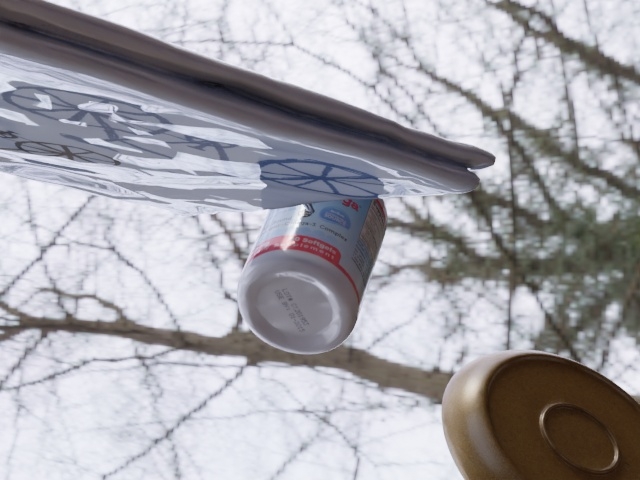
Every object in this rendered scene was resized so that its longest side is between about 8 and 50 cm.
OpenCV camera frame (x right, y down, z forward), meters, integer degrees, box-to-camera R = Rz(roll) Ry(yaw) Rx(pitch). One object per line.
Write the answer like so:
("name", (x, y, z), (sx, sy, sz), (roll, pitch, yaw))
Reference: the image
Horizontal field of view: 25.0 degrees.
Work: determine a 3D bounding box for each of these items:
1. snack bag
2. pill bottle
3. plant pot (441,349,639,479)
("snack bag", (-0.124, -0.066, 0.853), (0.323, 0.342, 0.037), (14, -100, -33))
("pill bottle", (0.000, 0.000, 1.038), (0.087, 0.087, 0.160), (50, -146, -22))
("plant pot", (0.215, 0.176, 1.227), (0.236, 0.032, 0.236), (19, -143, -15))
